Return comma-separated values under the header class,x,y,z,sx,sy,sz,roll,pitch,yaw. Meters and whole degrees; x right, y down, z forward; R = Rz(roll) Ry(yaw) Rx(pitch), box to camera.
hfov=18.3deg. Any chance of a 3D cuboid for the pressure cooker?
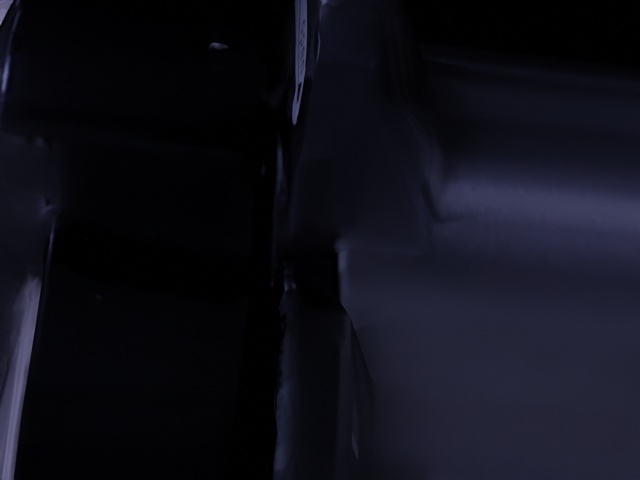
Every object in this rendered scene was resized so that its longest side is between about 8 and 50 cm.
class,x,y,z,sx,sy,sz,roll,pitch,yaw
pressure cooker,0.045,0.125,0.523,0.420,0.370,0.375,5,167,-5
